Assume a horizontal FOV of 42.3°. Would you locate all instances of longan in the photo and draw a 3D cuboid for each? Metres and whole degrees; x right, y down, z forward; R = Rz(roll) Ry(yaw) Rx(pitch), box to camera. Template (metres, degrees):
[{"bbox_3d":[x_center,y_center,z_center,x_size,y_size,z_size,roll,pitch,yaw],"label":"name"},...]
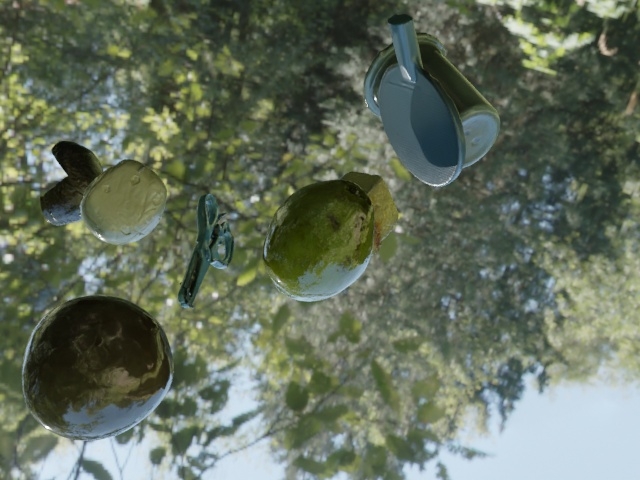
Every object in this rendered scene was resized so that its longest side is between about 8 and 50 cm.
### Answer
[{"bbox_3d":[-0.443,0.250,1.647,0.298,0.297,0.297,11,-153,-6],"label":"longan"}]

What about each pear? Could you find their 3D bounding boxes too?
[{"bbox_3d":[0.000,0.000,1.588,0.213,0.269,0.212,22,-148,-15],"label":"pear"}]

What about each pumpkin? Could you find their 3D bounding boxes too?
[{"bbox_3d":[-0.514,-0.124,1.755,0.108,0.183,0.119,-2,165,21],"label":"pumpkin"}]

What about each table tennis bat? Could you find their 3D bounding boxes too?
[{"bbox_3d":[0.170,-0.240,1.463,0.044,0.329,0.215,-32,-143,-21],"label":"table tennis bat"}]

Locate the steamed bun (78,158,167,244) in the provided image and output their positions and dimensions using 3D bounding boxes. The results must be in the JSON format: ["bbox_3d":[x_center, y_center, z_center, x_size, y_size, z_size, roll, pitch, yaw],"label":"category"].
[{"bbox_3d":[-0.298,-0.053,1.257,0.112,0.130,0.091,40,163,-5],"label":"steamed bun"}]

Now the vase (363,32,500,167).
[{"bbox_3d":[0.271,-0.312,1.953,0.245,0.245,0.291,-6,-134,-33],"label":"vase"}]

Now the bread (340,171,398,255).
[{"bbox_3d":[0.083,-0.045,2.186,0.135,0.178,0.240,13,-128,46],"label":"bread"}]

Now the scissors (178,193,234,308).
[{"bbox_3d":[-0.258,0.035,1.828,0.032,0.180,0.393,-14,-153,14],"label":"scissors"}]
